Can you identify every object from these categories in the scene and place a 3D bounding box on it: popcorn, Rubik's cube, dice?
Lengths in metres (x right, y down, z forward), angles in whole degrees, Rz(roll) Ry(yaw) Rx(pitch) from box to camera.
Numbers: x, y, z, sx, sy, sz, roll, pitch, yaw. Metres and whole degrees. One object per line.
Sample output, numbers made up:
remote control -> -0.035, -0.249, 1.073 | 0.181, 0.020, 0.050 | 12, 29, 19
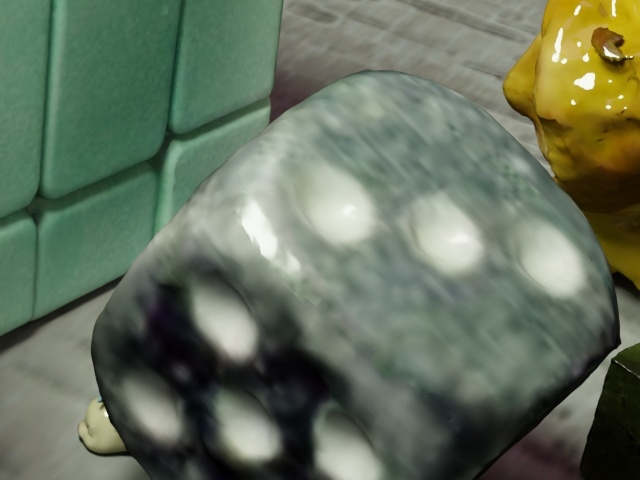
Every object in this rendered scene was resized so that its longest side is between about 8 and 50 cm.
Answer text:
popcorn -> 0.246, -0.065, 1.060 | 0.316, 0.297, 0.281 | 18, 57, -34
Rubik's cube -> -0.230, -0.160, 1.020 | 0.319, 0.322, 0.316 | 26, 36, 28
dice -> 0.016, 0.044, 0.833 | 0.183, 0.181, 0.182 | 47, 44, 7

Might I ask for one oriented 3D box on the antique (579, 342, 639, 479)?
antique -> 0.244, 0.134, 0.894 | 0.081, 0.080, 0.221 | -20, 42, -38

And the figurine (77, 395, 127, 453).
figurine -> -0.083, 0.083, 0.917 | 0.083, 0.050, 0.047 | 1, 26, -15
